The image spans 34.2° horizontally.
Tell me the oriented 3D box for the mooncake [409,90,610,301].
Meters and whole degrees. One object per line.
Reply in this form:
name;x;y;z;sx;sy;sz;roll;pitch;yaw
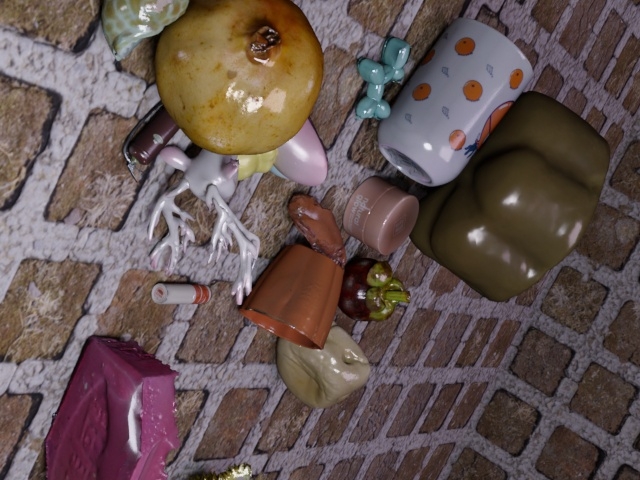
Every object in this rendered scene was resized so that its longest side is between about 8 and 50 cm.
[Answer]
mooncake;0.413;-0.106;2.325;0.467;0.262;0.467;-49;-162;22

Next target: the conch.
conch;-0.245;-0.331;1.437;0.173;0.106;0.116;-47;179;17

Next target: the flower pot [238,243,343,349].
flower pot;-0.047;0.109;2.112;0.173;0.190;0.190;-65;154;-16

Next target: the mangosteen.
mangosteen;0.113;0.123;2.365;0.146;0.181;0.156;-37;129;-10

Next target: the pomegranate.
pomegranate;-0.121;-0.252;1.539;0.264;0.264;0.264;-39;146;-33

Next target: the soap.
soap;-0.361;0.346;1.790;0.127;0.220;0.325;4;114;-50

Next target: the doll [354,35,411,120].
doll;0.118;-0.311;2.080;0.159;0.059;0.158;-46;149;-26

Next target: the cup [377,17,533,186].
cup;0.271;-0.283;2.200;0.317;0.212;0.212;-52;151;-8

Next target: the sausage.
sausage;0.002;0.000;2.175;0.087;0.079;0.326;-27;146;-5

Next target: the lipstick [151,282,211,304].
lipstick;-0.253;0.098;1.900;0.130;0.038;0.038;6;112;-60

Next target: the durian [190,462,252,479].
durian;-0.239;0.603;2.275;0.172;0.166;0.306;-11;126;-51

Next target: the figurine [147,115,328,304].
figurine;-0.139;-0.074;1.763;0.315;0.206;0.284;-29;129;-36

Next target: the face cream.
face cream;0.134;-0.056;2.304;0.149;0.104;0.149;-39;146;-33

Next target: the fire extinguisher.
fire extinguisher;-0.256;-0.169;1.633;0.158;0.043;0.064;-51;121;-15

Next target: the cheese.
cheese;0.003;0.274;2.309;0.117;0.218;0.235;-43;126;-38
